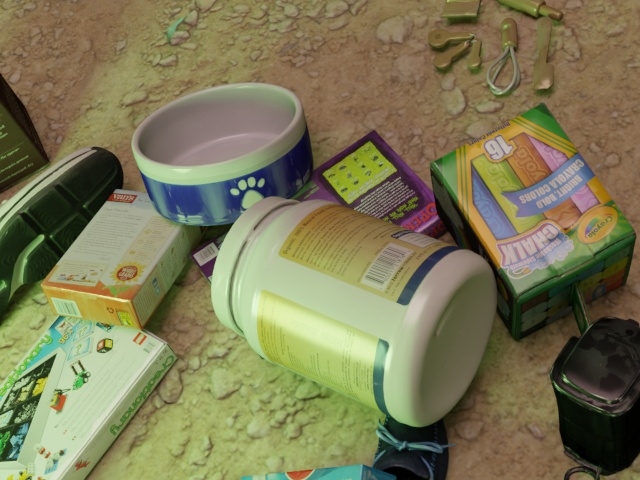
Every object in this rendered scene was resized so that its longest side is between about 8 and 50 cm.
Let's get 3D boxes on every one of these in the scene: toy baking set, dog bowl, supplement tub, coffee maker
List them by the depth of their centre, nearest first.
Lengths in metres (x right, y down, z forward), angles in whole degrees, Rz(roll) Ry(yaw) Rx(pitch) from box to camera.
[{"bbox_3d":[0.340,0.203,1.318,0.120,0.178,0.171,4,59,20],"label":"coffee maker"},{"bbox_3d":[0.040,0.079,1.412,0.316,0.228,0.228,21,66,31],"label":"supplement tub"},{"bbox_3d":[-0.146,-0.136,1.680,0.265,0.104,0.265,-9,33,6],"label":"dog bowl"},{"bbox_3d":[0.291,-0.324,1.773,0.256,0.030,0.196,27,72,30],"label":"toy baking set"}]

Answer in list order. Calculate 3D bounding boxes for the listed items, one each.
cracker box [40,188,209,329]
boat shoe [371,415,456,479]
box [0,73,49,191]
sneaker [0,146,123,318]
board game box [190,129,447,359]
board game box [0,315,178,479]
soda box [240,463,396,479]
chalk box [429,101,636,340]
[{"bbox_3d":[-0.290,0.024,1.663,0.156,0.067,0.232,8,44,22],"label":"cracker box"},{"bbox_3d":[0.114,0.296,1.381,0.109,0.089,0.258,-5,56,14],"label":"boat shoe"},{"bbox_3d":[-0.593,-0.198,1.854,0.167,0.203,0.168,-30,54,-3],"label":"box"},{"bbox_3d":[-0.540,-0.027,1.746,0.447,0.169,0.257,-45,58,-11],"label":"sneaker"},{"bbox_3d":[0.000,0.000,1.639,0.347,0.056,0.208,-34,50,-6],"label":"board game box"},{"bbox_3d":[-0.373,0.237,1.592,0.193,0.053,0.305,26,68,31],"label":"board game box"},{"bbox_3d":[-0.009,0.325,1.358,0.210,0.067,0.071,-16,57,40],"label":"soda box"},{"bbox_3d":[0.293,0.003,1.449,0.179,0.180,0.289,-29,67,-3],"label":"chalk box"}]
